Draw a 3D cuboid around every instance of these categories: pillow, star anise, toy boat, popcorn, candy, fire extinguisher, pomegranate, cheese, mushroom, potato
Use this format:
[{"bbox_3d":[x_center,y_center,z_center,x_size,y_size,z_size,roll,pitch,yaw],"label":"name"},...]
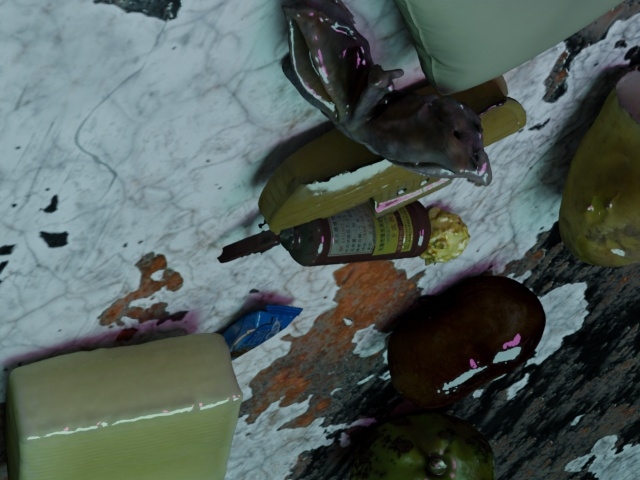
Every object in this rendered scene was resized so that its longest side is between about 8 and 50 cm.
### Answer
[{"bbox_3d":[0.225,-0.287,1.582,0.322,0.120,0.255,-32,153,2],"label":"pillow"},{"bbox_3d":[0.071,-0.140,1.600,0.110,0.257,0.198,-55,174,-7],"label":"star anise"},{"bbox_3d":[0.080,-0.093,1.765,0.321,0.089,0.121,-26,150,-9],"label":"toy boat"},{"bbox_3d":[0.148,-0.003,1.978,0.082,0.057,0.083,-10,140,-40],"label":"popcorn"},{"bbox_3d":[-0.094,0.118,1.973,0.136,0.038,0.088,-36,162,22],"label":"candy"},{"bbox_3d":[0.004,0.004,1.852,0.252,0.075,0.106,-6,141,-35],"label":"fire extinguisher"},{"bbox_3d":[0.146,0.354,2.387,0.222,0.276,0.204,-1,102,-9],"label":"pomegranate"},{"bbox_3d":[-0.245,0.231,1.906,0.265,0.124,0.242,-9,140,-19],"label":"cheese"},{"bbox_3d":[0.208,0.142,2.194,0.227,0.148,0.217,-24,167,8],"label":"mushroom"},{"bbox_3d":[0.406,-0.069,1.968,0.229,0.229,0.266,-9,146,-30],"label":"potato"}]
